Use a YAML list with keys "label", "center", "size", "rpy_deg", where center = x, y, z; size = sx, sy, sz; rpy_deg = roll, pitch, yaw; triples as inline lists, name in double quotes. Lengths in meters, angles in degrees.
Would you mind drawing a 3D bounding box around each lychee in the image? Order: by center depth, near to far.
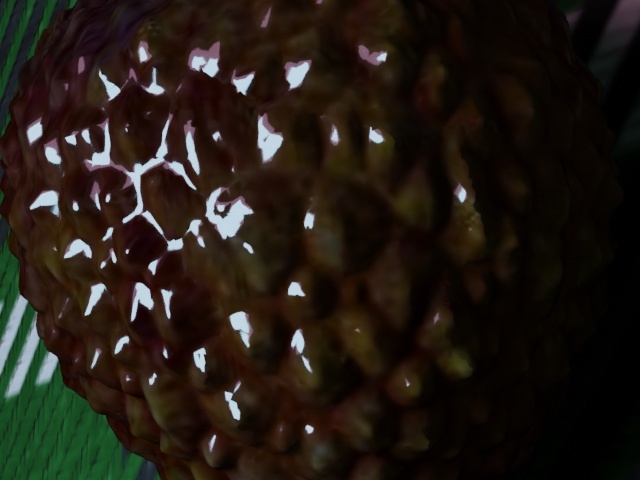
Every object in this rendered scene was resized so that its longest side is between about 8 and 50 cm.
- label: "lychee"
  center: [0.000, 0.000, 0.569]
  size: [0.188, 0.188, 0.188]
  rpy_deg: [-28, 57, 56]
